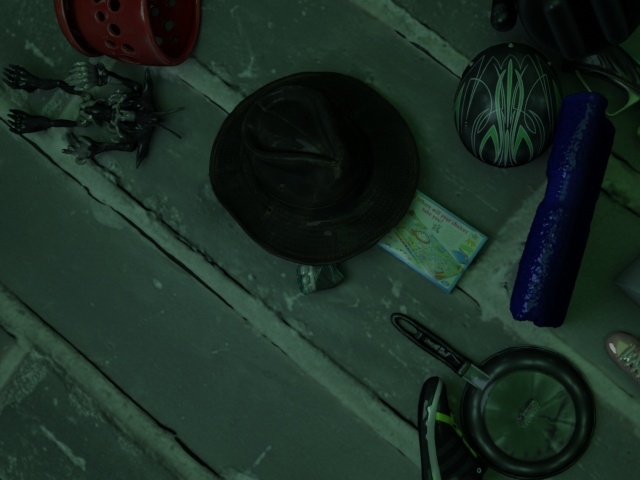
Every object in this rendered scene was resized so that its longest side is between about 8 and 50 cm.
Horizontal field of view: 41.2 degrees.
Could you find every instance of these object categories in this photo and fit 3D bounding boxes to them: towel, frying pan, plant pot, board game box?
[{"bbox_3d":[0.324,-0.036,1.163,0.076,0.227,0.308,15,89,24],"label":"towel"},{"bbox_3d":[0.268,0.198,1.247,0.197,0.053,0.326,-33,84,6],"label":"frying pan"},{"bbox_3d":[-0.300,-0.365,1.319,0.174,0.191,0.191,3,86,18],"label":"plant pot"},{"bbox_3d":[0.160,-0.005,1.287,0.154,0.026,0.103,36,93,11],"label":"board game box"}]

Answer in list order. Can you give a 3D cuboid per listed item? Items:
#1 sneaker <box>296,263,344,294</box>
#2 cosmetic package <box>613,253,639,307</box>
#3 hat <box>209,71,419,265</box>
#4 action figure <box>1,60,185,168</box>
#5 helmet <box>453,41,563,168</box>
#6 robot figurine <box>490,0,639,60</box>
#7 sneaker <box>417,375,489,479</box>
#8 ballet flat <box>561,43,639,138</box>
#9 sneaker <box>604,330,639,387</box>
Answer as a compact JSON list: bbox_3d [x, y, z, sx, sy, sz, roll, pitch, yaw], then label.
[{"bbox_3d":[0.000,0.000,1.308,0.076,0.065,0.166,-2,85,-10],"label":"sneaker"},{"bbox_3d":[0.613,0.002,1.122,0.385,0.156,0.217,-43,94,6],"label":"cosmetic package"},{"bbox_3d":[-0.017,-0.137,1.239,0.331,0.134,0.331,-3,68,7],"label":"hat"},{"bbox_3d":[-0.362,-0.200,1.338,0.275,0.141,0.164,8,102,11],"label":"action figure"},{"bbox_3d":[0.267,-0.190,1.212,0.169,0.161,0.169,-1,86,10],"label":"helmet"},{"bbox_3d":[0.355,-0.359,1.162,0.209,0.278,0.174,12,133,0],"label":"robot figurine"},{"bbox_3d":[0.195,0.312,1.240,0.097,0.084,0.235,-4,93,3],"label":"sneaker"},{"bbox_3d":[0.465,-0.201,1.220,0.280,0.095,0.096,42,104,20],"label":"ballet flat"},{"bbox_3d":[0.459,0.182,1.199,0.051,0.070,0.134,-43,79,7],"label":"sneaker"}]
